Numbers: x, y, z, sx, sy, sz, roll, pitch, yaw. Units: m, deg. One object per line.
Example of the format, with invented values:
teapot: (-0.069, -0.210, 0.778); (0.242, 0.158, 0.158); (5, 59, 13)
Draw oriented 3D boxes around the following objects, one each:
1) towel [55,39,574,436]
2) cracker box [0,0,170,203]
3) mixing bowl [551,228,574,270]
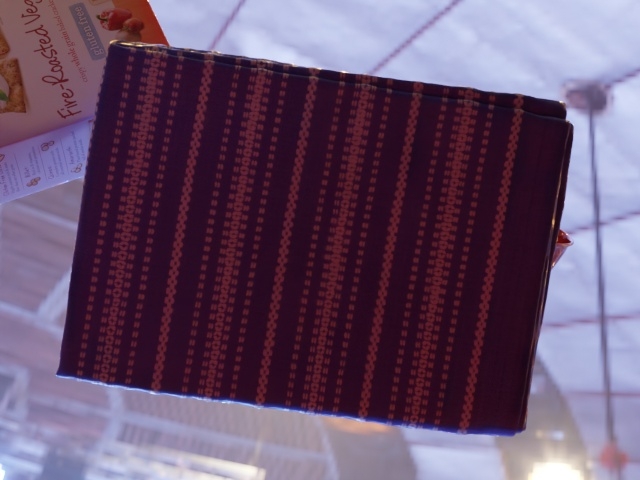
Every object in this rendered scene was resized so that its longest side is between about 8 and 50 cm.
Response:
towel: (0.000, 0.000, 1.225); (0.336, 0.040, 0.243); (8, -87, -6)
cracker box: (-0.225, -0.111, 1.276); (0.232, 0.155, 0.067); (-20, -34, -11)
mixing bowl: (0.117, 0.012, 1.513); (0.181, 0.181, 0.098); (19, -79, -7)
